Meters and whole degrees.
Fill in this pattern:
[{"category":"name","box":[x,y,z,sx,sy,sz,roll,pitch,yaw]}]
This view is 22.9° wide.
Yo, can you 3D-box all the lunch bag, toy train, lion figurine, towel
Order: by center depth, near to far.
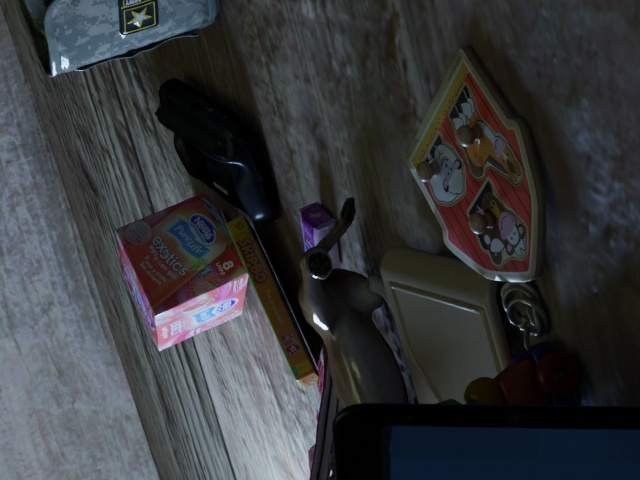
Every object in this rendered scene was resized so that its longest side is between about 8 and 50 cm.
[{"category":"toy train","box":[0.156,0.141,1.433,0.248,0.143,0.105,67,163,5]},{"category":"lion figurine","box":[0.046,0.148,1.841,0.240,0.142,0.392,172,88,-78]},{"category":"lunch bag","box":[-0.266,-0.362,1.958,0.169,0.235,0.287,23,132,63]},{"category":"towel","box":[-0.005,0.314,2.110,0.329,0.037,0.237,95,-178,-55]}]

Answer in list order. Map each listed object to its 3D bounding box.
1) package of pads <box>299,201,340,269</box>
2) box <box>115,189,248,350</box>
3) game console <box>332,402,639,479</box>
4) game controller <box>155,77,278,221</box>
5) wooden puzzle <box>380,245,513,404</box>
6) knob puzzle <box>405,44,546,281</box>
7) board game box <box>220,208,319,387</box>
[{"category":"package of pads","box":[0.000,0.000,1.932,0.050,0.032,0.083,47,153,44]},{"category":"box","box":[-0.204,0.050,2.352,0.142,0.154,0.300,64,169,10]},{"category":"game console","box":[0.155,0.274,1.289,0.173,0.293,0.250,75,-164,-71]},{"category":"game controller","box":[-0.144,-0.127,2.200,0.166,0.067,0.319,60,168,-26]},{"category":"wooden puzzle","box":[0.148,0.129,1.611,0.221,0.044,0.239,14,119,63]},{"category":"knob puzzle","box":[0.138,-0.045,1.405,0.213,0.030,0.213,40,138,49]},{"category":"board game box","box":[-0.068,0.076,2.178,0.259,0.039,0.124,63,179,10]}]
